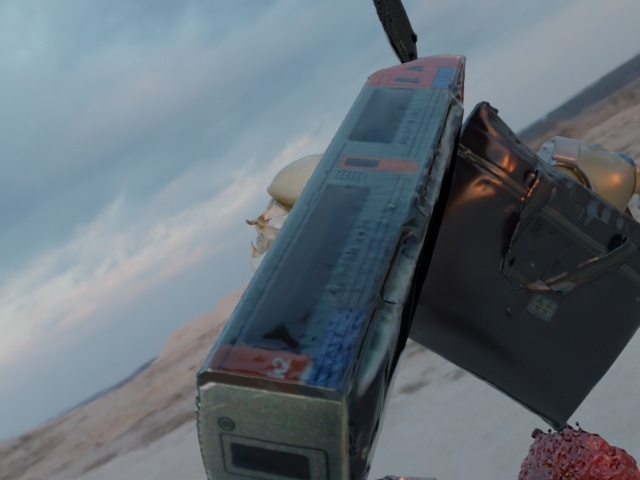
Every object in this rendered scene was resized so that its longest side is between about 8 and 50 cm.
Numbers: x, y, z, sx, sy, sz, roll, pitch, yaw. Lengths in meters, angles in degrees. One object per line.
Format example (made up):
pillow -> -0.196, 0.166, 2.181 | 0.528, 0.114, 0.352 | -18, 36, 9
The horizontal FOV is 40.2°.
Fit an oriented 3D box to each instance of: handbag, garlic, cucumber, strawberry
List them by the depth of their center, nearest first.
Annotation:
handbag -> 0.174, 0.030, 0.762 | 0.211, 0.254, 0.088 | -55, 12, 14
strawberry -> 0.289, 0.280, 0.982 | 0.145, 0.145, 0.086 | -33, 11, 48
cucumber -> 0.100, -0.255, 1.083 | 0.039, 0.163, 0.043 | -10, 43, 25
garlic -> 0.001, 0.003, 1.143 | 0.203, 0.281, 0.184 | 5, -28, 5

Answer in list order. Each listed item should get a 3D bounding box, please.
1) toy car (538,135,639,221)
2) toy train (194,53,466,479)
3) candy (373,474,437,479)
toy car -> 0.371, 0.033, 1.250 | 0.226, 0.336, 0.242 | 12, 4, 7
toy train -> 0.030, -0.014, 0.542 | 0.089, 0.086, 0.409 | 6, 33, 13
candy -> 0.112, 0.246, 0.624 | 0.051, 0.226, 0.094 | -36, -25, -46
